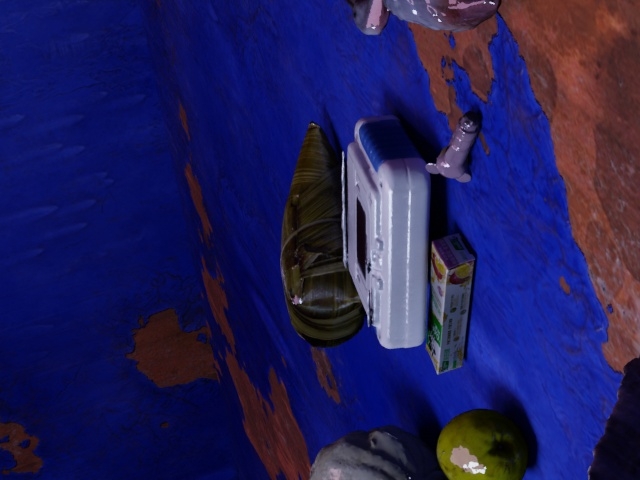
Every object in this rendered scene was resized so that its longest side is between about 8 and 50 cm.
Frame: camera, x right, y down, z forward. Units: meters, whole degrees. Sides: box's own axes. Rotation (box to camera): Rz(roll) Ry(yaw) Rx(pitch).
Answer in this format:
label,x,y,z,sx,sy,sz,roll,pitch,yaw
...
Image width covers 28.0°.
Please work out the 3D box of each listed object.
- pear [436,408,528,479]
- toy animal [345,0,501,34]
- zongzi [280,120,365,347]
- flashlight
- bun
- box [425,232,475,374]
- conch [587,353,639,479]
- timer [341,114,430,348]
label,x,y,z,sx,sy,sz,roll,pitch,yaw
pear,0.186,0.247,1.488,0.131,0.107,0.107,144,108,-71
toy animal,0.099,-0.258,1.230,0.324,0.090,0.195,129,129,-63
zongzi,0.000,0.000,1.919,0.286,0.134,0.288,98,165,-70
flashlight,0.147,-0.101,1.363,0.110,0.052,0.031,107,179,-57
bun,0.095,0.393,1.800,0.204,0.281,0.282,-22,85,51
box,0.154,0.078,1.538,0.207,0.041,0.050,89,160,-48
conch,0.271,0.228,0.897,0.352,0.210,0.297,-1,-86,-72
timer,0.077,-0.010,1.562,0.178,0.078,0.253,-110,17,-60
